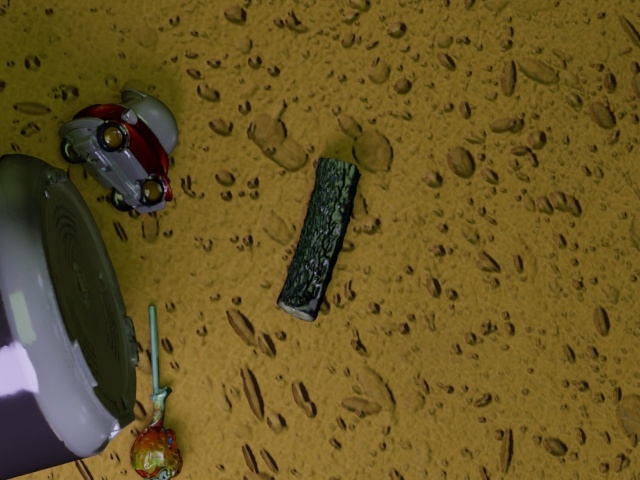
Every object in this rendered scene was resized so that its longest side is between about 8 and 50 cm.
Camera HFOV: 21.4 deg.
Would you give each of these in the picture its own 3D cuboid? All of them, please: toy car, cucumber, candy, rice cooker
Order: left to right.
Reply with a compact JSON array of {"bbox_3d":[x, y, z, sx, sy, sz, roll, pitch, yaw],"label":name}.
[{"bbox_3d":[-0.374,0.096,1.688,0.325,0.335,0.335,-17,94,6],"label":"rice cooker"},{"bbox_3d":[-0.206,-0.107,1.880,0.139,0.112,0.112,50,60,-20],"label":"toy car"},{"bbox_3d":[-0.186,0.172,1.906,0.060,0.060,0.201,1,81,-16],"label":"candy"},{"bbox_3d":[0.001,0.000,1.955,0.058,0.058,0.187,18,84,-15],"label":"cucumber"}]
